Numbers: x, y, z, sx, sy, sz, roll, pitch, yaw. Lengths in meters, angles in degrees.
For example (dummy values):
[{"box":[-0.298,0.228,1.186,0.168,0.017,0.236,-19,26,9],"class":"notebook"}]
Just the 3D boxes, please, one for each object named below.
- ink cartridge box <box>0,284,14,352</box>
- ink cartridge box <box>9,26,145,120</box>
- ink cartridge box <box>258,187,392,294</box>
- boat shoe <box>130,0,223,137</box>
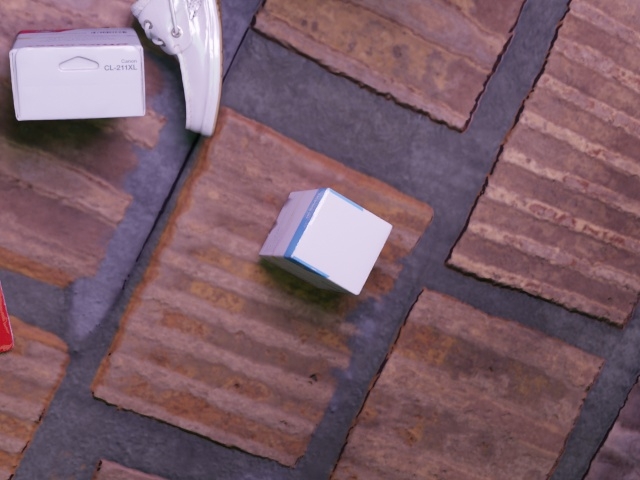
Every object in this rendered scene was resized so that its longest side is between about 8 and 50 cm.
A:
[{"box":[-0.495,0.028,1.195,0.272,0.130,0.309,-12,109,-9],"class":"ink cartridge box"},{"box":[-0.250,-0.175,1.158,0.127,0.175,0.072,-3,107,-11],"class":"ink cartridge box"},{"box":[0.000,0.000,1.292,0.092,0.143,0.090,30,81,-19],"class":"ink cartridge box"},{"box":[-0.155,-0.247,1.203,0.096,0.098,0.277,-4,99,-9],"class":"boat shoe"}]
